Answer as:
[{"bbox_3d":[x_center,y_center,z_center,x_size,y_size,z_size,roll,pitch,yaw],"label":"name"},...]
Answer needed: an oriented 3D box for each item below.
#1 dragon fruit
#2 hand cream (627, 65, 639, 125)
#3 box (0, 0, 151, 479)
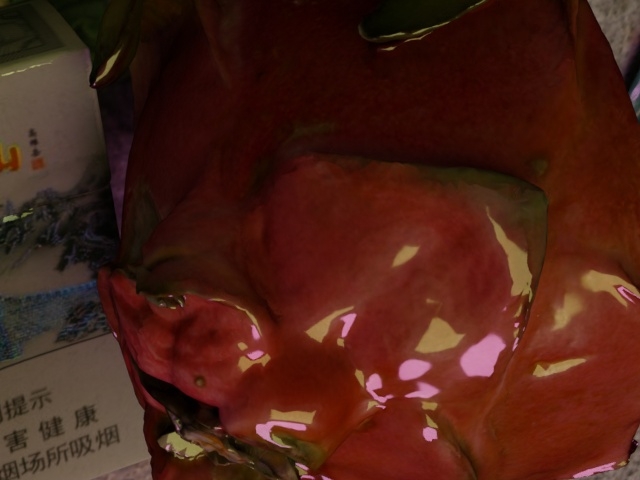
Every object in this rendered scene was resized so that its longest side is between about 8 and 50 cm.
[{"bbox_3d":[0.000,0.000,0.739,0.226,0.305,0.305,-14,125,-18],"label":"dragon fruit"},{"bbox_3d":[0.237,-0.145,0.954,0.083,0.048,0.224,-2,125,-33],"label":"hand cream"},{"bbox_3d":[-0.183,0.024,0.794,0.164,0.069,0.256,-19,127,-19],"label":"box"}]
